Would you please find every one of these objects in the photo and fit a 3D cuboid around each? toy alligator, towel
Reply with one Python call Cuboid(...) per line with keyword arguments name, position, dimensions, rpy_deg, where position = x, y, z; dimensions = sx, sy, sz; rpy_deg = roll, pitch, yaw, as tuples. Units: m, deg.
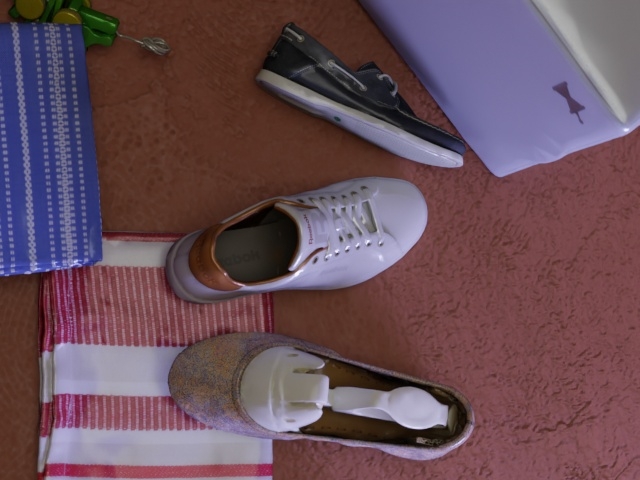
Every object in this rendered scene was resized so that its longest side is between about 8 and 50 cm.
Cuboid(name="toy alligator", position=(-0.245, -0.214, 1.417), dimensions=(0.189, 0.056, 0.051), rpy_deg=(26, 122, -11))
Cuboid(name="towel", position=(-0.373, -0.078, 1.310), dimensions=(0.336, 0.040, 0.243), rpy_deg=(-5, 90, -26))
Cuboid(name="towel", position=(-0.161, 0.154, 1.409), dimensions=(0.237, 0.037, 0.329), rpy_deg=(1, 85, -14))

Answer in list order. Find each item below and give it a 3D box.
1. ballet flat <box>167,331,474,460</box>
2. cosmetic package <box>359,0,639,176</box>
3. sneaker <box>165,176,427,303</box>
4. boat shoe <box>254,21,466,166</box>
Cuboid(name="ballet flat", position=(0.012, 0.150, 1.393), dimensions=(0.316, 0.106, 0.107), rpy_deg=(10, 80, -20))
Cuboid(name="cosmetic package", position=(0.278, -0.317, 1.403), dimensions=(0.393, 0.329, 0.327), rpy_deg=(-38, 95, -14))
Cuboid(name="sneaker", position=(0.000, 0.000, 1.402), dimensions=(0.290, 0.123, 0.106), rpy_deg=(-18, 88, -27))
Cuboid(name="boat shoe", position=(0.052, -0.145, 1.461), dimensions=(0.233, 0.084, 0.079), rpy_deg=(27, 80, -7))
